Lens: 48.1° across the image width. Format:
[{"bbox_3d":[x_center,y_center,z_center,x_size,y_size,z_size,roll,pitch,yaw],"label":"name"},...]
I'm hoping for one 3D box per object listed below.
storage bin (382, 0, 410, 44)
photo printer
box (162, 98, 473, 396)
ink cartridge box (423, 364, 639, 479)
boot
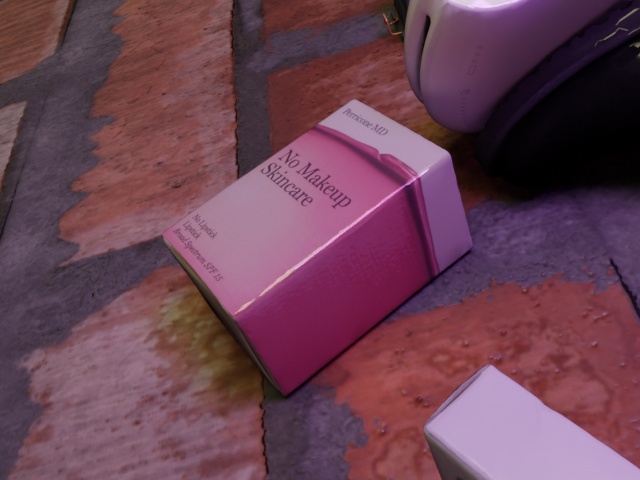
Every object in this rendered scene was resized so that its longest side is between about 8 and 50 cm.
[{"bbox_3d":[0.127,-0.324,0.948,0.098,0.091,0.135,-19,43,6],"label":"storage bin"},{"bbox_3d":[0.215,-0.225,0.641,0.307,0.256,0.107,-31,73,-1],"label":"photo printer"},{"bbox_3d":[0.000,0.000,0.663,0.232,0.127,0.148,-37,44,-13],"label":"box"},{"bbox_3d":[0.208,0.218,0.325,0.069,0.176,0.371,-38,45,-15],"label":"ink cartridge box"},{"bbox_3d":[0.319,-0.075,0.597,0.348,0.131,0.260,-36,71,33],"label":"boot"}]
